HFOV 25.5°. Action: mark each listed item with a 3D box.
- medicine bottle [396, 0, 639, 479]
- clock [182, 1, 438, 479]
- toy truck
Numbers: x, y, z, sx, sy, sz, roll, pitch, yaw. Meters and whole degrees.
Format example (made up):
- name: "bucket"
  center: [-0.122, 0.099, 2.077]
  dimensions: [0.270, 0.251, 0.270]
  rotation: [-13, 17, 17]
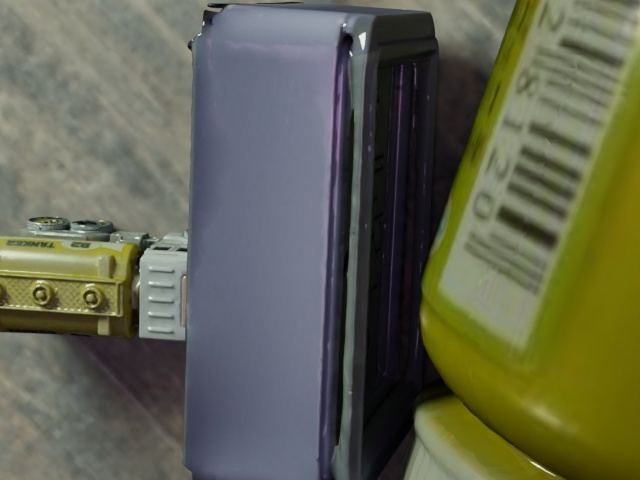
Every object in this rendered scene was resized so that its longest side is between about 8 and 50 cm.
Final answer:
- name: "medicine bottle"
  center: [0.153, 0.019, 0.525]
  dimensions: [0.224, 0.224, 0.384]
  rotation: [19, 101, 6]
- name: "clock"
  center: [0.000, 0.000, 0.589]
  dimensions: [0.073, 0.144, 0.193]
  rotation: [5, 101, 14]
- name: "toy truck"
  center: [-0.100, 0.021, 0.651]
  dimensions: [0.123, 0.063, 0.052]
  rotation: [4, 100, 9]
